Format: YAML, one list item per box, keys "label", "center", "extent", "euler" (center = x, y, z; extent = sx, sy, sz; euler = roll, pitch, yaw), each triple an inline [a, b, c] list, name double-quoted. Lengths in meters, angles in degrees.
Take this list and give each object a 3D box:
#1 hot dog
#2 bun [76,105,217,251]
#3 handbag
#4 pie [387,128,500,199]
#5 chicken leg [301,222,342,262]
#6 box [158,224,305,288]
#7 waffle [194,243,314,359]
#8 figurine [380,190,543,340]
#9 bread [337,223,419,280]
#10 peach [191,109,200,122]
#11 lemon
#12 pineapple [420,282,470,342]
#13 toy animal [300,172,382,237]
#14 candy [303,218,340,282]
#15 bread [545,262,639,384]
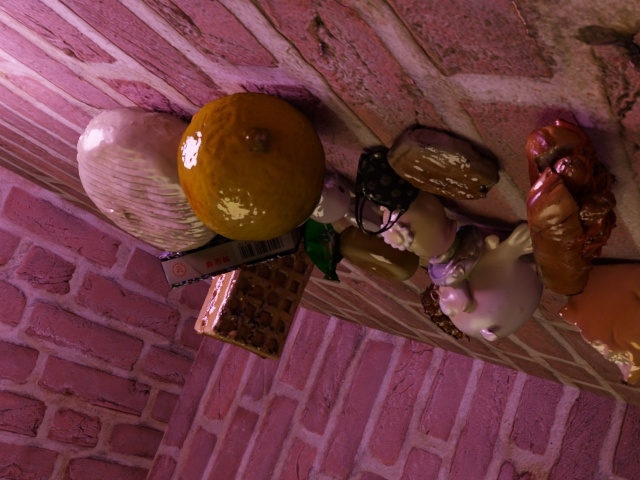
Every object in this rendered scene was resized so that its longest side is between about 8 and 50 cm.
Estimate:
- label: "hot dog"
  center: [0.351, -0.037, 1.064]
  extent: [0.117, 0.158, 0.349]
  euler: [-2, 157, 18]
- label: "bun"
  center: [-0.324, -0.140, 1.602]
  extent: [0.326, 0.234, 0.362]
  euler: [3, 143, 39]
- label: "handbag"
  center: [0.104, -0.075, 1.333]
  extent: [0.115, 0.139, 0.072]
  euler: [25, 176, -23]
- label: "pie"
  center: [0.196, -0.116, 1.219]
  extent: [0.195, 0.046, 0.195]
  euler: [22, 168, 5]
- label: "chicken leg"
  center: [-0.008, -0.007, 2.028]
  extent: [0.234, 0.063, 0.105]
  euler: [30, 161, -33]
- label: "box"
  center: [-0.199, 0.006, 1.789]
  extent: [0.310, 0.084, 0.198]
  euler: [-16, -166, 9]
- label: "waffle"
  center: [-0.163, 0.119, 2.106]
  extent: [0.261, 0.376, 0.114]
  euler: [28, 166, -38]
- label: "figurine"
  center: [0.277, 0.015, 1.461]
  extent: [0.394, 0.226, 0.274]
  euler: [37, 132, -20]
- label: "bread"
  center: [0.135, 0.019, 1.790]
  extent: [0.213, 0.104, 0.213]
  euler: [23, 171, 4]
- label: "peach"
  center: [-0.190, -0.215, 1.412]
  extent: [0.098, 0.061, 0.098]
  euler: [10, -171, -1]
- label: "lemon"
  center: [-0.112, -0.119, 1.259]
  extent: [0.267, 0.267, 0.267]
  euler: [20, 168, 4]
- label: "pineapple"
  center: [0.362, 0.155, 1.983]
  extent: [0.176, 0.137, 0.161]
  euler: [37, -157, -16]
- label: "toy animal"
  center: [0.039, -0.083, 1.559]
  extent: [0.221, 0.130, 0.103]
  euler: [1, -153, -25]
- label: "candy"
  center: [-0.004, 0.000, 1.789]
  extent: [0.078, 0.203, 0.141]
  euler: [-12, 167, -10]
- label: "bread"
  center: [0.545, 0.161, 1.455]
  extent: [0.224, 0.211, 0.184]
  euler: [1, 164, 46]
